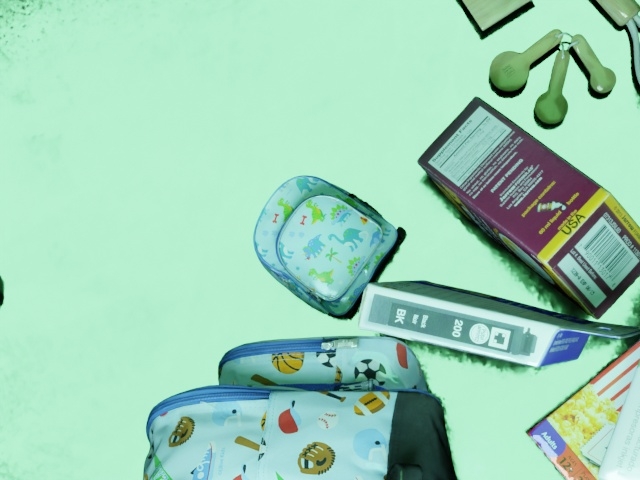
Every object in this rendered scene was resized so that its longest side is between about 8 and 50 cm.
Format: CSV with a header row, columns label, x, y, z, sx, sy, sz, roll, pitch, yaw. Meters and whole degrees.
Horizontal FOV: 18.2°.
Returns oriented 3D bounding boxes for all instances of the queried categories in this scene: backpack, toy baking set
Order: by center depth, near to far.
label,x,y,z,sx,sy,sz,roll,pitch,yaw
backpack,-0.020,0.198,1.648,0.263,0.276,0.213,-6,54,8
backpack,0.000,0.000,1.744,0.114,0.084,0.105,34,86,8
toy baking set,0.251,-0.207,1.774,0.256,0.030,0.196,-8,88,2

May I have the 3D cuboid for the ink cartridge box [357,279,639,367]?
label,x,y,z,sx,sy,sz,roll,pitch,yaw
ink cartridge box,0.156,0.073,1.651,0.208,0.206,0.045,11,92,16

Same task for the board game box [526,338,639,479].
label,x,y,z,sx,sy,sz,roll,pitch,yaw
board game box,0.299,0.162,1.731,0.193,0.045,0.147,-40,84,0

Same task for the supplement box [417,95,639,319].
label,x,y,z,sx,sy,sz,roll,pitch,yaw
supplement box,0.181,-0.029,1.678,0.081,0.104,0.188,-47,44,-1

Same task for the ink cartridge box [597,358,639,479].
label,x,y,z,sx,sy,sz,roll,pitch,yaw
ink cartridge box,0.394,0.152,1.618,0.278,0.117,0.201,20,87,17
